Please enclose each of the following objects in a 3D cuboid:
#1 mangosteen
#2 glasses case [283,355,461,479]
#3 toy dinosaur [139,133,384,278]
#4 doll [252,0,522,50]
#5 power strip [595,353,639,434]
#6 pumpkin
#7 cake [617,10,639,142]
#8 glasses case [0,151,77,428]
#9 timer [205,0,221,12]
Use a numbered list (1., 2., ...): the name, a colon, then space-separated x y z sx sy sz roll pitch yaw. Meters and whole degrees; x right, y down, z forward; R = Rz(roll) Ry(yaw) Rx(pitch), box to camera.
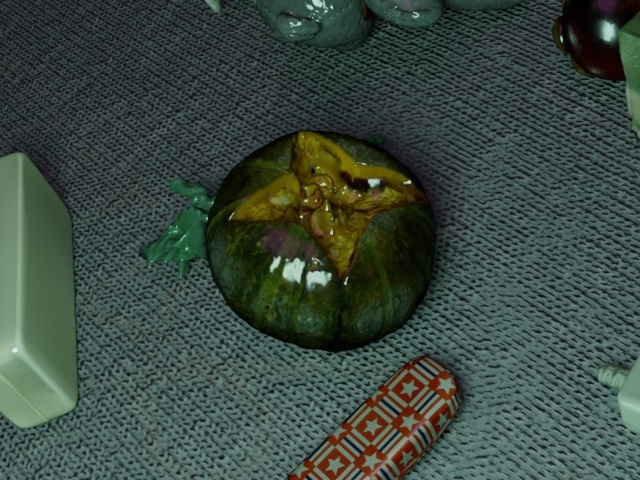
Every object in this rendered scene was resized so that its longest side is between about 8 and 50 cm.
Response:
1. mangosteen: 0.308 -0.231 1.257 0.140 0.140 0.140 -13 48 15
2. glasses case: 0.050 0.189 1.053 0.194 0.049 0.073 -42 48 -12
3. toy dinosaur: -0.070 -0.050 1.300 0.292 0.079 0.120 -34 51 -4
4. doll: 0.078 -0.295 1.413 0.340 0.158 0.246 -2 36 -13
5. power strip: 0.376 0.148 0.929 0.338 0.058 0.098 18 62 36
6. pumpkin: 0.000 0.003 1.155 0.238 0.159 0.238 1 47 -2
7. cake: 0.453 -0.204 1.135 0.283 0.158 0.172 -41 48 -16
8. glasses case: -0.332 0.048 1.297 0.070 0.131 0.313 -20 47 7
9. timer: -0.043 -0.413 1.566 0.266 0.175 0.175 -29 44 21
